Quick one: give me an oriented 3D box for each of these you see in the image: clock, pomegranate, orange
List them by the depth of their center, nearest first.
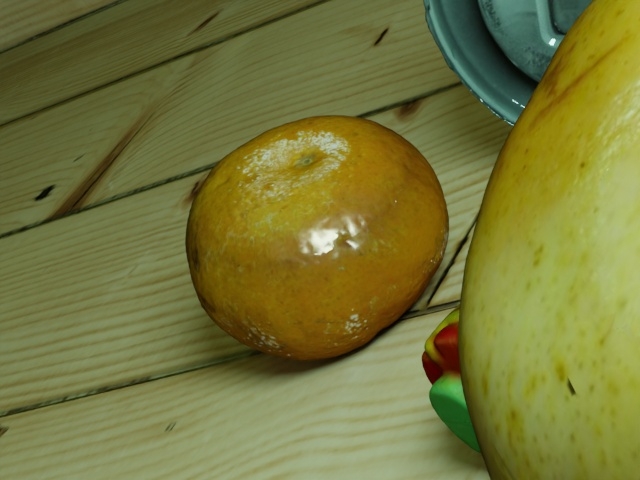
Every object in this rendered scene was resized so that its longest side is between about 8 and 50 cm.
[{"bbox_3d":[0.272,0.037,0.694,0.416,0.416,0.416,-27,21,11],"label":"pomegranate"},{"bbox_3d":[0.237,-0.225,1.417,0.312,0.312,0.061,-19,16,28],"label":"clock"},{"bbox_3d":[0.000,0.000,1.421,0.224,0.170,0.224,-11,40,10],"label":"orange"}]

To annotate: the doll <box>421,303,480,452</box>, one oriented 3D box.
[{"bbox_3d":[0.213,-0.006,1.145,0.363,0.160,0.182,-40,15,-26],"label":"doll"}]
